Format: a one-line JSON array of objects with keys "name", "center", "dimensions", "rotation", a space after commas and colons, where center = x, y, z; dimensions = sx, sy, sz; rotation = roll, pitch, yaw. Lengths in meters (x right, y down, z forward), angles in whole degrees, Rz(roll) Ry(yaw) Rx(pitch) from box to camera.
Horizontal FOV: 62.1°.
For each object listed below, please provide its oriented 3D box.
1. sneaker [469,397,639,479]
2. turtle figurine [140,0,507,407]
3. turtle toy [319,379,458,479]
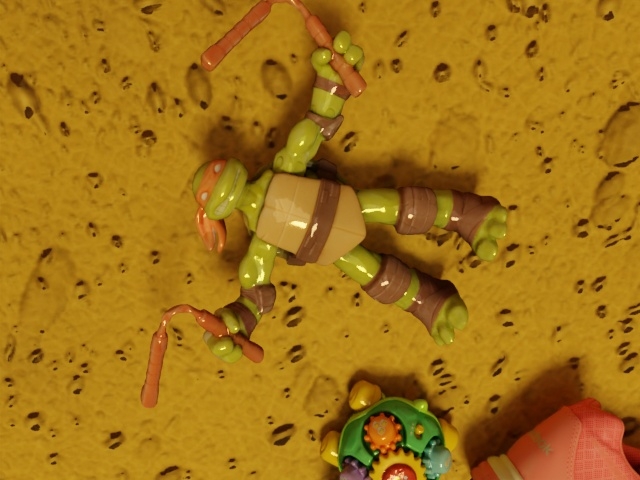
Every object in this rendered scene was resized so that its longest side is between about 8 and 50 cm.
[{"name": "sneaker", "center": [0.268, 0.243, 0.400], "dimensions": [0.314, 0.116, 0.136], "rotation": [40, 95, -8]}, {"name": "turtle figurine", "center": [0.000, 0.000, 0.360], "dimensions": [0.217, 0.087, 0.270], "rotation": [19, 91, -13]}, {"name": "turtle toy", "center": [0.048, 0.177, 0.404], "dimensions": [0.095, 0.066, 0.130], "rotation": [27, 98, -6]}]
